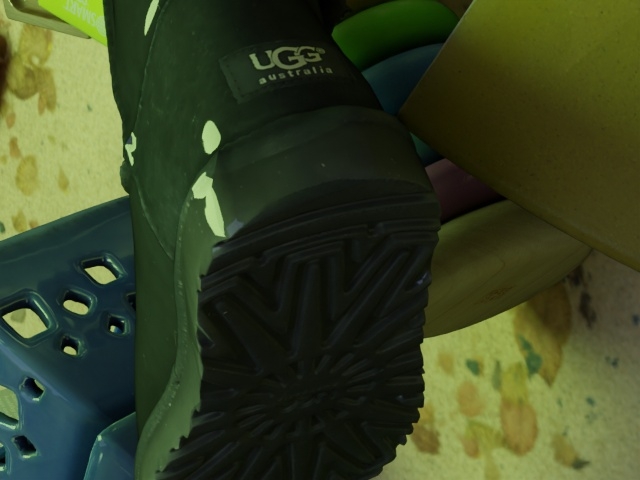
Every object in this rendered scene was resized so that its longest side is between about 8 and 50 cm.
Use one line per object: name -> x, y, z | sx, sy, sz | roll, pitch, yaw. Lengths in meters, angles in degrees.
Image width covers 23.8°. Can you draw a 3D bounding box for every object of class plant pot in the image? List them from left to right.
plant pot -> -0.148, 0.133, 1.088 | 0.212, 0.236, 0.236 | 36, 127, 26
plant pot -> 0.201, -0.089, 0.674 | 0.187, 0.212, 0.212 | 46, 132, 13

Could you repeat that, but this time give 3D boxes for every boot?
boot -> -0.077, -0.101, 0.828 | 0.367, 0.146, 0.445 | 108, 146, -53

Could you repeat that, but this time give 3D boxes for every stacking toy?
stacking toy -> 0.035, -0.114, 0.896 | 0.141, 0.141, 0.330 | -40, 67, 45

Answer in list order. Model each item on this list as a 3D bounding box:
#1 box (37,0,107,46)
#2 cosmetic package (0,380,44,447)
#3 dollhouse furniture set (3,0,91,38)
box -> -0.112, -0.162, 1.044 | 0.178, 0.109, 0.042 | 34, 126, 36
cosmetic package -> -0.252, 0.238, 1.321 | 0.127, 0.107, 0.238 | 51, 136, 28
dollhouse furniture set -> -0.261, -0.223, 1.155 | 0.144, 0.123, 0.151 | 20, 127, 43
